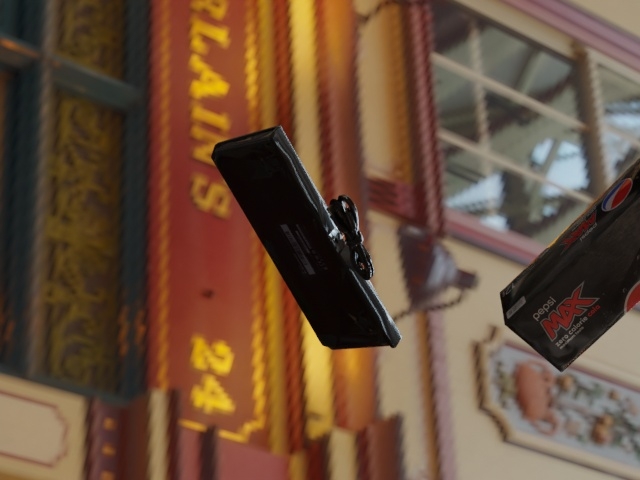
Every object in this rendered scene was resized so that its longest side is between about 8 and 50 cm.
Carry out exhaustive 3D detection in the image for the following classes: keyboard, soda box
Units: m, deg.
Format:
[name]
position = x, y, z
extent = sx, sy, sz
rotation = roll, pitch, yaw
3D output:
[keyboard]
position = 0.000, 0.000, 1.237
extent = 0.108, 0.180, 0.023
rotation = -8, -151, 51
[soda box]
position = 0.200, 0.008, 1.185
extent = 0.169, 0.060, 0.053
rotation = -46, -165, 19
